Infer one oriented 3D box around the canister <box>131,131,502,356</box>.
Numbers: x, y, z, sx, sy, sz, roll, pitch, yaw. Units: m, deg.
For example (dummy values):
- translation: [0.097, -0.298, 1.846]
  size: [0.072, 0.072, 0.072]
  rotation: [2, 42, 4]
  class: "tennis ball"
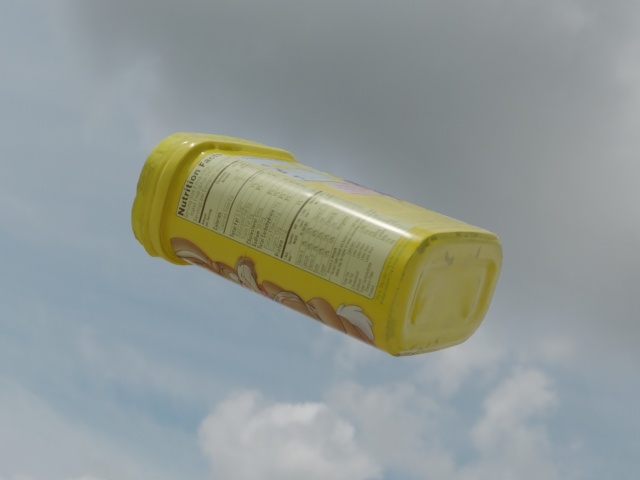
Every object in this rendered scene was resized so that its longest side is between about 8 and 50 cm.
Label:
- translation: [0.000, 0.000, 0.547]
  size: [0.170, 0.126, 0.073]
  rotation: [22, -79, 31]
  class: "canister"
